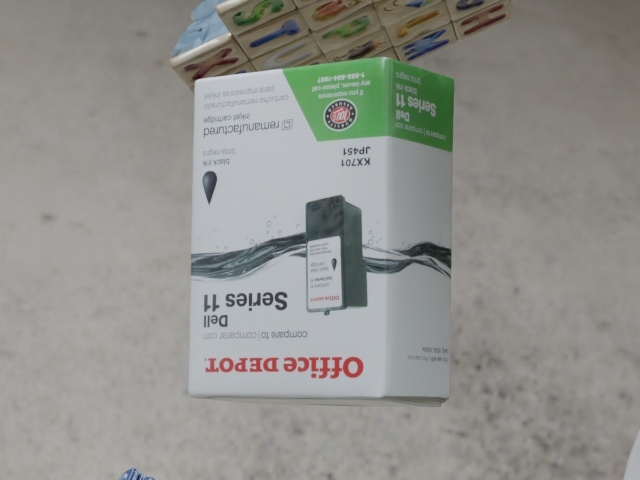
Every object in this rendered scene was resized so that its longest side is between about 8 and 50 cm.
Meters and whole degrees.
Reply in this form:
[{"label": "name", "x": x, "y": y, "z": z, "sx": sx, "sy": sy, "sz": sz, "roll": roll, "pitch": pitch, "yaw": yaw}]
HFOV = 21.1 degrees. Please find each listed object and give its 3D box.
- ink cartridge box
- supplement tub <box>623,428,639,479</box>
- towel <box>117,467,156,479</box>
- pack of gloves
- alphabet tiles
[{"label": "ink cartridge box", "x": 0.000, "y": 0.000, "z": 1.080, "sx": 0.153, "sy": 0.208, "sz": 0.087, "roll": -4, "pitch": -7, "yaw": 33}, {"label": "supplement tub", "x": 0.473, "y": 0.233, "z": 1.604, "sx": 0.325, "sy": 0.235, "sz": 0.235, "roll": 29, "pitch": 31, "yaw": 0}, {"label": "towel", "x": -0.133, "y": 0.206, "z": 1.067, "sx": 0.029, "sy": 0.067, "sz": 0.119, "roll": 17, "pitch": 59, "yaw": -11}, {"label": "pack of gloves", "x": -0.042, "y": -0.251, "z": 1.588, "sx": 0.046, "sy": 0.232, "sz": 0.195, "roll": 37, "pitch": 57, "yaw": -25}, {"label": "alphabet tiles", "x": 0.049, "y": -0.193, "z": 1.454, "sx": 0.342, "sy": 0.285, "sz": 0.011, "roll": -24, "pitch": 74, "yaw": 4}]
